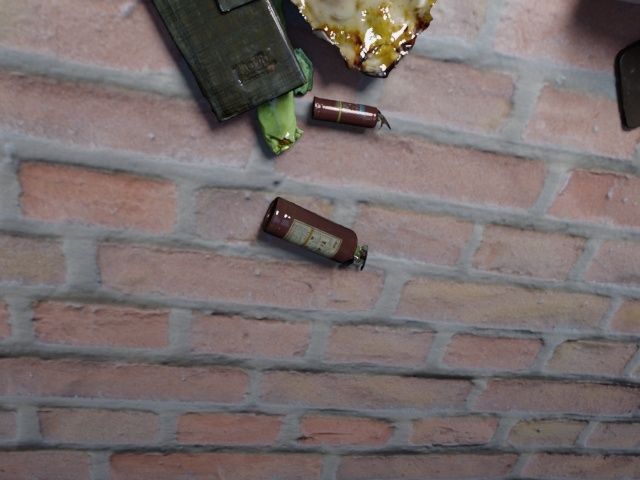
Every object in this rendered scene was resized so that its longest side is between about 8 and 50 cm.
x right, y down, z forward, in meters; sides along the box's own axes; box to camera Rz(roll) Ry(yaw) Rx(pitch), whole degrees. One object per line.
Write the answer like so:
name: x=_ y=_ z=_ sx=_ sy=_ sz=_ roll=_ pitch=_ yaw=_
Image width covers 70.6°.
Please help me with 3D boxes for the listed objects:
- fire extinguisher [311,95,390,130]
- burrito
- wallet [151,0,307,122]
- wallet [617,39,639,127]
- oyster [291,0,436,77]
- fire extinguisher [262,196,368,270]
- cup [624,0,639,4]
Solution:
fire extinguisher: x=0.052 y=-0.212 z=0.761 sx=0.132 sy=0.056 sz=0.039 roll=6 pitch=144 yaw=-9
burrito: x=-0.064 y=-0.277 z=0.708 sx=0.105 sy=0.054 sz=0.287 roll=-10 pitch=118 yaw=-6
wallet: x=-0.154 y=-0.336 z=0.628 sx=0.169 sy=0.044 sz=0.316 roll=-16 pitch=116 yaw=23
wallet: x=0.583 y=-0.284 z=0.821 sx=0.082 sy=0.018 sz=0.156 roll=-28 pitch=119 yaw=6
oyster: x=0.009 y=-0.393 z=0.623 sx=0.361 sy=0.096 sz=0.221 roll=26 pitch=99 yaw=-23
fire extinguisher: x=0.000 y=0.000 z=0.864 sx=0.231 sy=0.071 sz=0.099 roll=24 pitch=140 yaw=-22
cup: x=0.544 y=-0.468 z=0.598 sx=0.254 sy=0.253 sz=0.273 roll=4 pitch=111 yaw=-11
